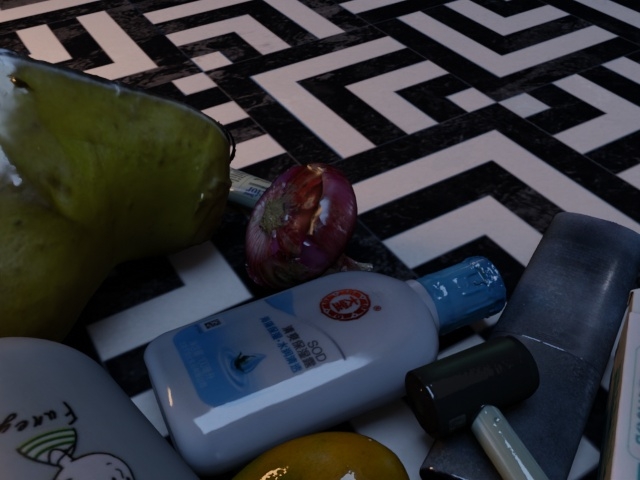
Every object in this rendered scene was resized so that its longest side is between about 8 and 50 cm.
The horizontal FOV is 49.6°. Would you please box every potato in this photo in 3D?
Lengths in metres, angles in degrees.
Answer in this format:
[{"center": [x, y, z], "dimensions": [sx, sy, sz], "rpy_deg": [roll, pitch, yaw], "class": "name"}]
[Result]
[{"center": [-0.287, 0.019, 0.670], "dimensions": [0.397, 0.290, 0.296], "rpy_deg": [16, 62, -39], "class": "potato"}]

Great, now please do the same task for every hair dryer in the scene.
[{"center": [0.150, 0.163, 0.520], "dimensions": [0.100, 0.057, 0.198], "rpy_deg": [-17, 49, -14], "class": "hair dryer"}]

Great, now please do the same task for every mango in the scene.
[{"center": [-0.012, 0.199, 0.514], "dimensions": [0.163, 0.090, 0.111], "rpy_deg": [-7, 37, 9], "class": "mango"}]

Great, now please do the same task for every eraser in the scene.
[{"center": [0.259, 0.149, 0.560], "dimensions": [0.052, 0.096, 0.225], "rpy_deg": [12, 43, 21], "class": "eraser"}]

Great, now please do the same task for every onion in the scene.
[{"center": [0.000, 0.000, 0.743], "dimensions": [0.140, 0.150, 0.150], "rpy_deg": [31, 31, -28], "class": "onion"}]

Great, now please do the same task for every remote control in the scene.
[{"center": [0.218, 0.098, 0.658], "dimensions": [0.107, 0.044, 0.377], "rpy_deg": [16, 44, 26], "class": "remote control"}]

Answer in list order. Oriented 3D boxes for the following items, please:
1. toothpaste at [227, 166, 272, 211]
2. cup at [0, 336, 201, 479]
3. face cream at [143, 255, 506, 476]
[{"center": [-0.102, -0.066, 0.860], "dimensions": [0.255, 0.037, 0.067], "rpy_deg": [21, 50, 27], "class": "toothpaste"}, {"center": [-0.161, 0.206, 0.420], "dimensions": [0.205, 0.206, 0.312], "rpy_deg": [-31, 48, -30], "class": "cup"}, {"center": [0.017, 0.093, 0.636], "dimensions": [0.336, 0.080, 0.163], "rpy_deg": [-18, 34, -18], "class": "face cream"}]
